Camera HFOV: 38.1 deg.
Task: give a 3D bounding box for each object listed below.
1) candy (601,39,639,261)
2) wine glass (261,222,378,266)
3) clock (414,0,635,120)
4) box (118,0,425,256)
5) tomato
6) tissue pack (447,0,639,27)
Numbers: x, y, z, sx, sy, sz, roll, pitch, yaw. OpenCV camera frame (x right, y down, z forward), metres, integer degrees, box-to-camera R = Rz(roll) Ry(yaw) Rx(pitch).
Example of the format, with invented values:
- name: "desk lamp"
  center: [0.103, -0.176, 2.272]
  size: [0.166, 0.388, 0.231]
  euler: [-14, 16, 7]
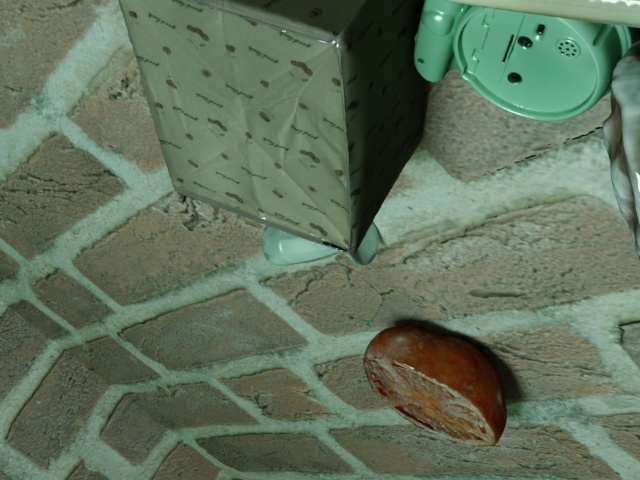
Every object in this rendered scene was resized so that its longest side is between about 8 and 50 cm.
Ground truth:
- name: "candy"
  center: [0.306, -0.037, 0.684]
  size: [0.157, 0.214, 0.289]
  euler: [-6, 152, 30]
- name: "wine glass"
  center: [0.000, 0.000, 1.230]
  size: [0.155, 0.073, 0.073]
  euler: [0, 138, 40]
- name: "clock"
  center: [0.187, -0.167, 0.775]
  size: [0.211, 0.066, 0.159]
  euler: [26, 152, 12]
- name: "box"
  center: [-0.031, -0.165, 0.873]
  size: [0.225, 0.190, 0.297]
  euler: [21, 150, 18]
- name: "tomato"
  center: [0.170, 0.199, 1.343]
  size: [0.237, 0.095, 0.236]
  euler: [26, 155, 13]
- name: "tissue pack"
  center: [0.209, -0.213, 0.567]
  size: [0.234, 0.159, 0.125]
  euler: [17, 137, 29]
